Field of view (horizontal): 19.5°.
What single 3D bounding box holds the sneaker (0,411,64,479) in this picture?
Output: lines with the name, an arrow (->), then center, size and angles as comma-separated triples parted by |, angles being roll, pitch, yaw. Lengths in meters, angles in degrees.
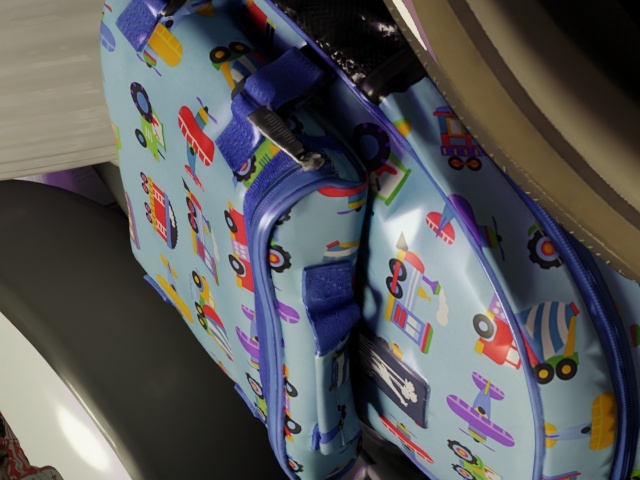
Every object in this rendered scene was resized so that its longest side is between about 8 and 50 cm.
sneaker -> -0.148, 0.072, 0.713 | 0.145, 0.090, 0.270 | 31, 147, 31

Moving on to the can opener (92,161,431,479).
can opener -> 0.000, 0.000, 0.681 | 0.283, 0.076, 0.095 | 50, 124, 41

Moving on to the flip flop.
flip flop -> 0.093, -0.018, 0.350 | 0.277, 0.080, 0.112 | 51, -161, 5

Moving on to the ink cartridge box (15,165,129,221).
ink cartridge box -> -0.150, -0.029, 1.062 | 0.224, 0.045, 0.223 | 56, 158, 32

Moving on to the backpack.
backpack -> 0.034, 0.003, 0.486 | 0.173, 0.117, 0.158 | 52, 158, 30

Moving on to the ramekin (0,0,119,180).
ramekin -> -0.124, -0.115, 0.641 | 0.207, 0.109, 0.207 | 163, 90, -71

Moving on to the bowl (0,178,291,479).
bowl -> -0.105, 0.082, 0.877 | 0.298, 0.134, 0.298 | 34, 143, 30
